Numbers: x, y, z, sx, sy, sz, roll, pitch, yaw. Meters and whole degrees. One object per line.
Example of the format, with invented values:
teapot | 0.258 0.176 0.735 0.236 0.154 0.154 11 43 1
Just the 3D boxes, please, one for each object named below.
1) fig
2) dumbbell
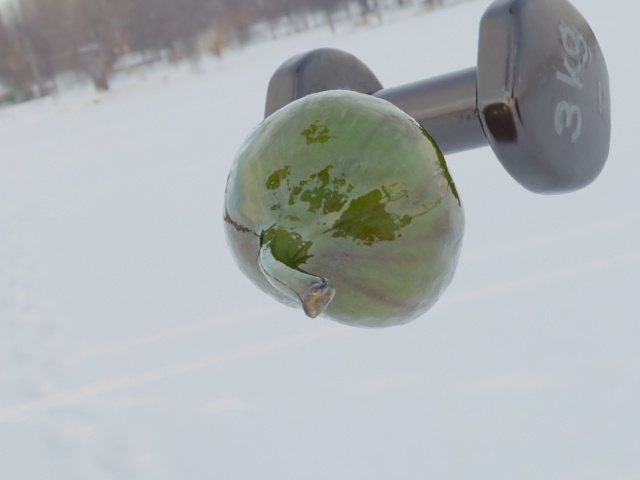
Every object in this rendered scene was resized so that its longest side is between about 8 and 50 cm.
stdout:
fig | 0.000 0.000 0.862 0.149 0.149 0.245 -13 10 17
dumbbell | 0.078 -0.084 1.074 0.225 0.140 0.124 -12 -24 38
